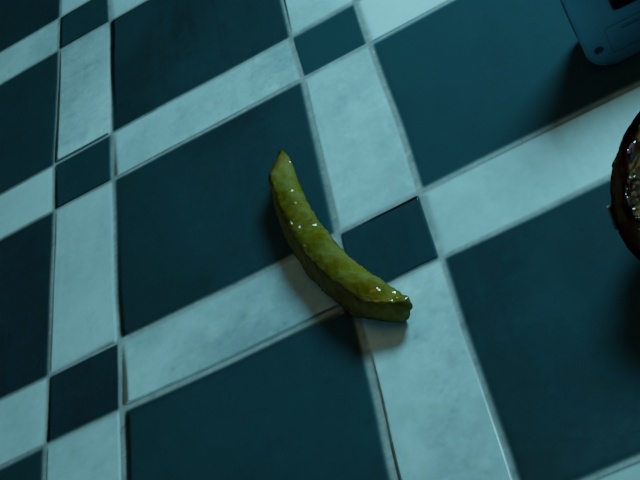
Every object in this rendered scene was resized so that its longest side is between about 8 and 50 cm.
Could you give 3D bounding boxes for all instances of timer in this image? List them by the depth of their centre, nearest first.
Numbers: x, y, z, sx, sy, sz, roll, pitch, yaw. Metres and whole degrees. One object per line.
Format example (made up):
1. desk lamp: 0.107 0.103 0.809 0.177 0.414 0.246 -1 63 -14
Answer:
1. timer: 0.407 -0.372 1.369 0.231 0.250 0.091 -25 45 14

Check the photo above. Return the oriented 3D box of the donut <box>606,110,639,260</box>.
1. donut: 0.441 -0.060 1.137 0.269 0.103 0.270 -6 73 18

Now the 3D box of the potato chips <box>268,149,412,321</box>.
1. potato chips: 0.000 0.000 1.468 0.080 0.057 0.407 -28 41 -8
